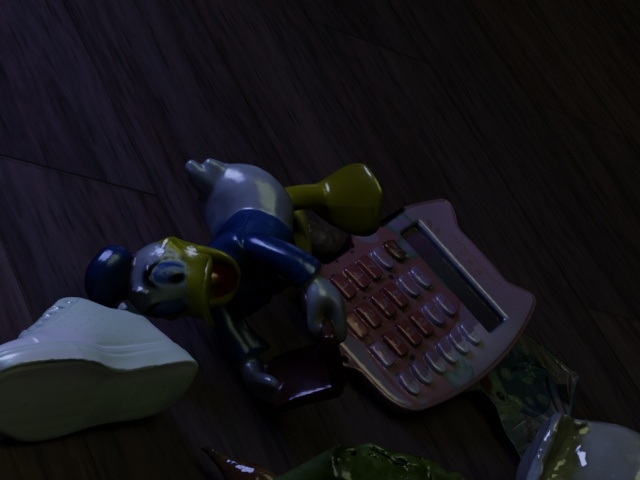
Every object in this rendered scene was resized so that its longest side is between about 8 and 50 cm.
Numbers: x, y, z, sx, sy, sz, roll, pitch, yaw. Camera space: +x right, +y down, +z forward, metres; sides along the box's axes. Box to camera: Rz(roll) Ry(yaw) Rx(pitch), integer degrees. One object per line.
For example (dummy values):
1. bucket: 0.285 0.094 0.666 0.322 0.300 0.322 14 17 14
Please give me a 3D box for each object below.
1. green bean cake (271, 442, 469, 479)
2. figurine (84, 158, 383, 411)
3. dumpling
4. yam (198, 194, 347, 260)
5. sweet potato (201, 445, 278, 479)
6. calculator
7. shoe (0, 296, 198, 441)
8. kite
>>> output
1. green bean cake: 0.057 0.292 1.633 0.200 0.113 0.214 21 48 -40
2. figurine: -0.090 0.052 1.843 0.338 0.204 0.283 -3 58 -42
3. dumpling: 0.298 0.305 1.959 0.243 0.175 0.227 21 59 -10
4. yam: 0.000 0.000 2.135 0.327 0.045 0.045 23 -14 -37
5. sweet potato: -0.062 0.224 1.698 0.117 0.049 0.049 40 25 5
6. calculator: 0.103 0.075 2.099 0.220 0.048 0.330 50 38 7
7. shoe: -0.223 0.102 1.622 0.110 0.095 0.265 46 21 28
8. kite: 0.192 0.157 2.145 0.314 0.011 0.335 0 53 -44
